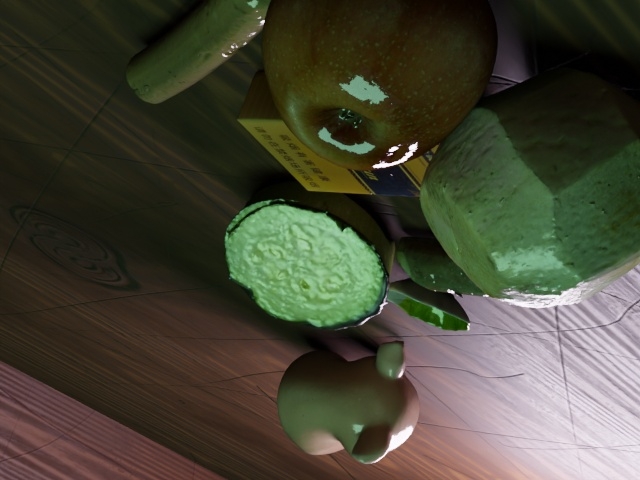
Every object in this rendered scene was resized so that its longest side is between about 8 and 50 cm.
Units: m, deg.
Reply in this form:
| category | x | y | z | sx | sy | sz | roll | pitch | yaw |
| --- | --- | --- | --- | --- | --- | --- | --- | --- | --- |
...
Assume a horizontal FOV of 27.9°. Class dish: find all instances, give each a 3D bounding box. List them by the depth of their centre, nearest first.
| category | x | y | z | sx | sy | sz | roll | pitch | yaw |
| --- | --- | --- | --- | --- | --- | --- | --- | --- | --- |
| dish | 0.142 | 0.078 | 1.731 | 0.137 | 0.039 | 0.091 | 27 | 163 | -17 |

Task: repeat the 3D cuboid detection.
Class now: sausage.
| category | x | y | z | sx | sy | sz | roll | pitch | yaw |
| --- | --- | --- | --- | --- | --- | --- | --- | --- | --- |
| sausage | -0.110 | -0.198 | 1.238 | 0.065 | 0.066 | 0.301 | 28 | 160 | -21 |

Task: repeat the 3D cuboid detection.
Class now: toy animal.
| category | x | y | z | sx | sy | sz | roll | pitch | yaw |
| --- | --- | --- | --- | --- | --- | --- | --- | --- | --- |
| toy animal | 0.052 | 0.275 | 2.089 | 0.256 | 0.195 | 0.213 | -1 | 159 | 36 |

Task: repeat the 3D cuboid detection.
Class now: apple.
| category | x | y | z | sx | sy | sz | roll | pitch | yaw |
| --- | --- | --- | --- | --- | --- | --- | --- | --- | --- |
| apple | 0.045 | -0.149 | 1.080 | 0.201 | 0.162 | 0.201 | 18 | 161 | 7 |

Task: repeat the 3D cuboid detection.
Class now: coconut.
| category | x | y | z | sx | sy | sz | roll | pitch | yaw |
| --- | --- | --- | --- | --- | --- | --- | --- | --- | --- |
| coconut | 0.213 | -0.047 | 1.159 | 0.197 | 0.237 | 0.237 | 58 | 166 | 16 |

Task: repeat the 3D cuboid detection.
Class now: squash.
| category | x | y | z | sx | sy | sz | roll | pitch | yaw |
| --- | --- | --- | --- | --- | --- | --- | --- | --- | --- |
| squash | -0.004 | 0.000 | 1.616 | 0.220 | 0.133 | 0.220 | 15 | 143 | 12 |

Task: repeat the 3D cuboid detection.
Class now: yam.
| category | x | y | z | sx | sy | sz | roll | pitch | yaw |
| --- | --- | --- | --- | --- | --- | --- | --- | --- | --- |
| yam | 0.159 | 0.033 | 1.562 | 0.146 | 0.070 | 0.070 | 5 | 155 | 31 |

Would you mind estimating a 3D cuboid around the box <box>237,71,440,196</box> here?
| category | x | y | z | sx | sy | sz | roll | pitch | yaw |
| --- | --- | --- | --- | --- | --- | --- | --- | --- | --- |
| box | 0.054 | -0.108 | 1.311 | 0.237 | 0.070 | 0.152 | 7 | 156 | 35 |
